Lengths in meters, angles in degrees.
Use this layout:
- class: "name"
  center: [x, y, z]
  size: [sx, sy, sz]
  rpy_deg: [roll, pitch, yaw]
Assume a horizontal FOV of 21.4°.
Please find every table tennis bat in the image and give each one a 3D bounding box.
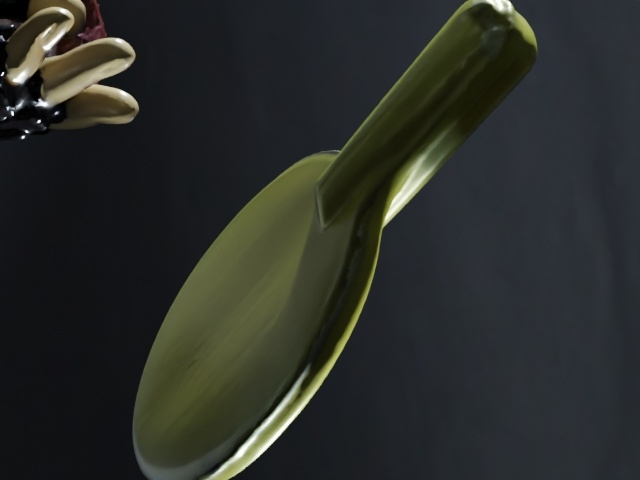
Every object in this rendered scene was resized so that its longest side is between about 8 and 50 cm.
- class: "table tennis bat"
  center: [0.000, 0.000, 1.025]
  size: [0.054, 0.368, 0.224]
  rpy_deg: [32, 19, -24]

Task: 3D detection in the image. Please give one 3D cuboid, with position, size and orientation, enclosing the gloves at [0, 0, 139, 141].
- class: "gloves"
  center: [-0.191, -0.103, 0.863]
  size: [0.203, 0.124, 0.164]
  rpy_deg: [34, 37, -3]

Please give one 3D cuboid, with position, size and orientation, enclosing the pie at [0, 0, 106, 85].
- class: "pie"
  center: [-0.277, -0.205, 1.543]
  size: [0.054, 0.219, 0.204]
  rpy_deg: [-28, 88, -39]
